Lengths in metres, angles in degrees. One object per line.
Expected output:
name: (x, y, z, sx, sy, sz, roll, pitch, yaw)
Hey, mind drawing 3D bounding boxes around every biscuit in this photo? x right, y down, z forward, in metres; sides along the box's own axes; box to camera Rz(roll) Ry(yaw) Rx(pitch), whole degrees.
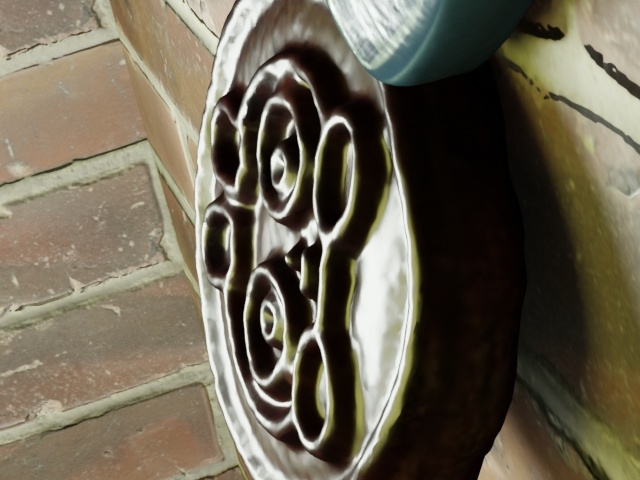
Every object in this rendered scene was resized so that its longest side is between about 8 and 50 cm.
biscuit: (0.000, 0.000, 0.989, 0.407, 0.091, 0.407, 176, 90, -67)

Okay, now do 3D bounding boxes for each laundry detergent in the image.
laundry detergent: (0.071, -0.174, 0.694, 0.290, 0.094, 0.143, 143, 115, -75)
